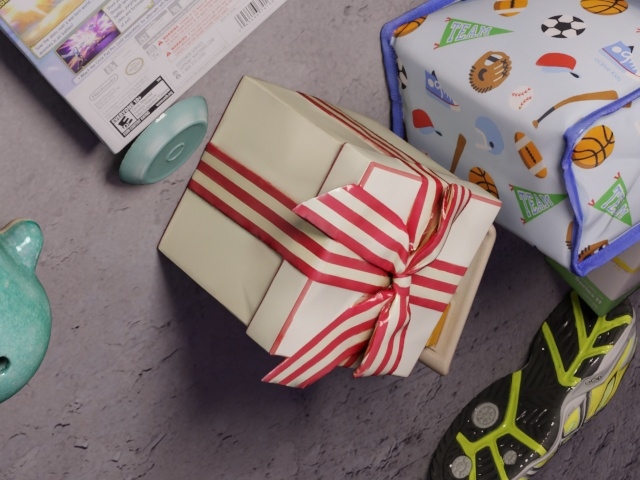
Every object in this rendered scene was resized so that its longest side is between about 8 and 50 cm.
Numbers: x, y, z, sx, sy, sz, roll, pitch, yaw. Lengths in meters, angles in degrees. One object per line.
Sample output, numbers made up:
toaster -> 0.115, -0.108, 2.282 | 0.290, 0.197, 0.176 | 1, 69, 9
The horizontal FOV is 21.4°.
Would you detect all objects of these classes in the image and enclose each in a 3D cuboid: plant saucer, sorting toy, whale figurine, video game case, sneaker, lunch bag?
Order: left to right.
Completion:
whale figurine -> -0.343, 0.048, 1.579 | 0.216, 0.141, 0.272 | -29, 135, -24
video game case -> -0.165, -0.248, 1.577 | 0.269, 0.061, 0.244 | -42, 140, -4
plant saucer -> -0.152, -0.095, 1.706 | 0.119, 0.021, 0.119 | -42, 166, -13
sorting toy -> 0.093, 0.030, 1.935 | 0.038, 0.193, 0.208 | -19, 132, -48
sneaker -> 0.313, 0.243, 2.341 | 0.384, 0.145, 0.147 | -45, 139, -6
lunch bag -> 0.315, -0.189, 1.884 | 0.385, 0.328, 0.239 | -28, 133, -24

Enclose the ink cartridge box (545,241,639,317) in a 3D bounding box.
ink cartridge box -> 0.431, -0.058, 2.134 | 0.207, 0.119, 0.353 | -36, 165, -18

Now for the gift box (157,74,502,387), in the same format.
gift box -> 0.000, 0.000, 1.777 | 0.276, 0.258, 0.255 | 7, 113, -47
